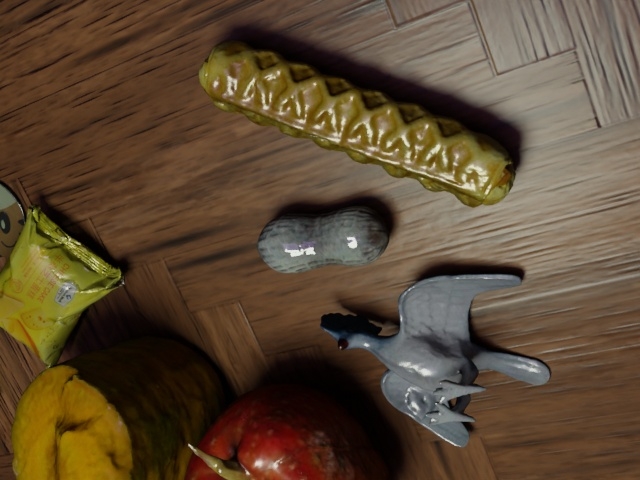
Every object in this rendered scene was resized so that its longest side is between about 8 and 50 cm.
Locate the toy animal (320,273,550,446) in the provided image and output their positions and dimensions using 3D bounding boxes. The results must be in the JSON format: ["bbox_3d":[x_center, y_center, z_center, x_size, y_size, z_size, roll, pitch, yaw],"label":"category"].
[{"bbox_3d":[0.134,0.128,0.990,0.255,0.176,0.239,4,123,-17],"label":"toy animal"}]

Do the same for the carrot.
[{"bbox_3d":[-0.267,0.260,1.091,0.241,0.340,0.241,4,100,23],"label":"carrot"}]

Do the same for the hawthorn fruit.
[{"bbox_3d":[-0.039,0.304,1.031,0.258,0.262,0.258,0,84,1],"label":"hawthorn fruit"}]

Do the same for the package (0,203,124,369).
[{"bbox_3d":[-0.380,0.072,1.168,0.168,0.090,0.226,39,119,0],"label":"package"}]

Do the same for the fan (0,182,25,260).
[{"bbox_3d":[-0.476,-0.070,1.191,0.152,0.008,0.227,15,118,17],"label":"fan"}]

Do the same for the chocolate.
[{"bbox_3d":[0.000,0.000,0.988,0.167,0.072,0.072,-5,111,24],"label":"chocolate"}]

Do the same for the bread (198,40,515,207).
[{"bbox_3d":[0.034,-0.128,0.912,0.367,0.084,0.077,23,80,13],"label":"bread"}]
